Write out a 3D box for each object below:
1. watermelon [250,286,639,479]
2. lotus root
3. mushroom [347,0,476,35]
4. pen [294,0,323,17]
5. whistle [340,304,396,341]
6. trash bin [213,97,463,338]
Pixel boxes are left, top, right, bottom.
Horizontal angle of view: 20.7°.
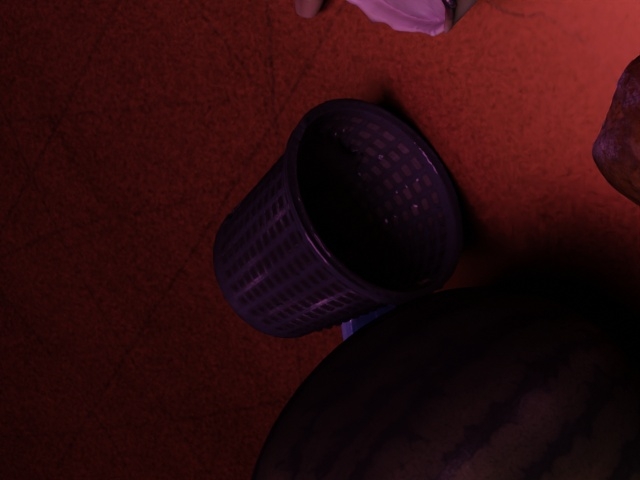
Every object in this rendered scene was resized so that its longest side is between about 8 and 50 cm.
[{"bbox_3d":[0.106,0.181,1.292,0.279,0.359,0.279,40,154,24],"label":"watermelon"},{"bbox_3d":[0.258,-0.076,1.270,0.081,0.112,0.122,29,110,31],"label":"lotus root"},{"bbox_3d":[0.066,-0.272,1.298,0.236,0.162,0.173,43,78,12],"label":"mushroom"},{"bbox_3d":[0.005,-0.285,1.368,0.040,0.032,0.233,37,126,38],"label":"pen"},{"bbox_3d":[0.070,0.133,1.467,0.090,0.090,0.158,0,109,28],"label":"whistle"},{"bbox_3d":[0.000,0.000,1.412,0.175,0.175,0.161,54,133,0],"label":"trash bin"}]
